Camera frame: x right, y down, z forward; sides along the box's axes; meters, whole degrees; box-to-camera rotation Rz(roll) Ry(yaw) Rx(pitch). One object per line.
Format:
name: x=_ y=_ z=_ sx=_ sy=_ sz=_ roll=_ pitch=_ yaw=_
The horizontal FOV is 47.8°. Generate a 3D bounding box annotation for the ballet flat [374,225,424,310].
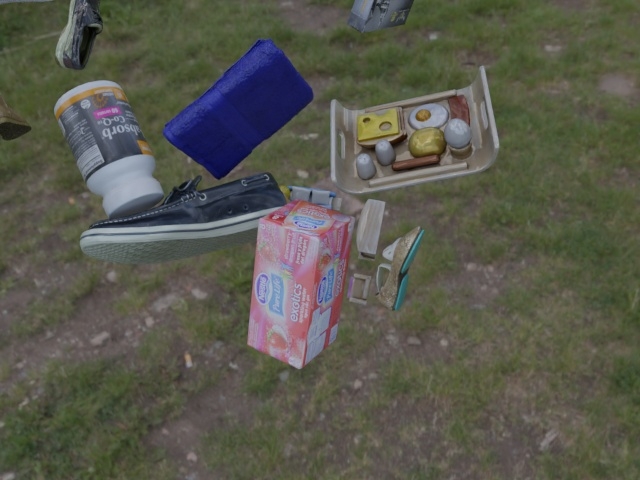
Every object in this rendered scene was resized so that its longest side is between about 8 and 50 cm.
ballet flat: x=0.150 y=0.052 z=1.445 sx=0.067 sy=0.206 sz=0.073 roll=26 pitch=32 yaw=19

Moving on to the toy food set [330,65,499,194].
toy food set: x=0.169 y=-0.216 z=1.360 sx=0.306 sy=0.092 sz=0.219 roll=-9 pitch=53 yaw=12

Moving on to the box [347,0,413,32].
box: x=0.180 y=-0.655 z=1.907 sx=0.056 sy=0.183 sz=0.231 roll=36 pitch=36 yaw=21

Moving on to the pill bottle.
pill bottle: x=-0.462 y=-0.197 z=1.595 sx=0.162 sy=0.162 sz=0.278 roll=-24 pitch=83 yaw=-20

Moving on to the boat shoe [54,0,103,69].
boat shoe: x=-0.525 y=-0.488 z=1.623 sx=0.073 sy=0.080 sz=0.223 roll=19 pitch=90 yaw=11

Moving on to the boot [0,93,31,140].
boot: x=-0.974 y=-0.445 z=2.140 sx=0.089 sy=0.269 sz=0.236 roll=-27 pitch=0 yaw=-7

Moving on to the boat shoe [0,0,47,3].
boat shoe: x=-0.624 y=-0.499 z=1.370 sx=0.268 sy=0.088 sz=0.096 roll=-3 pitch=65 yaw=-2

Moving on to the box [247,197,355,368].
box: x=-0.043 y=0.087 z=1.479 sx=0.142 sy=0.300 sz=0.154 roll=20 pitch=28 yaw=24

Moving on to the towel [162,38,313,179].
towel: x=-0.178 y=-0.287 z=1.586 sx=0.308 sy=0.227 sz=0.076 roll=-39 pitch=60 yaw=6

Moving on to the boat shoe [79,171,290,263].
boat shoe: x=-0.299 y=-0.056 z=1.644 sx=0.500 sy=0.187 sz=0.156 roll=-13 pitch=77 yaw=-26

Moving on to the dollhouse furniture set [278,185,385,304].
dollhouse furniture set: x=0.000 y=0.000 z=1.903 sx=0.303 sy=0.198 sz=0.286 roll=11 pitch=83 yaw=6
